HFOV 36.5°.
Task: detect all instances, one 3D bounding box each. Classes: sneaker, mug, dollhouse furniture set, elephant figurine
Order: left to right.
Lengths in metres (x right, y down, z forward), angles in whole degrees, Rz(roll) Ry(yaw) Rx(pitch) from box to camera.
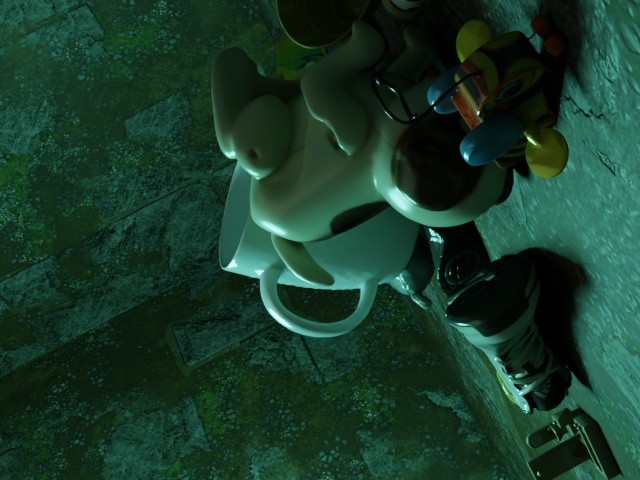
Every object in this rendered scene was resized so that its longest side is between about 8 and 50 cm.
[{"bbox_3d":[0.000,0.000,1.801,0.276,0.328,0.374,130,150,-59],"label":"mug"},{"bbox_3d":[0.095,-0.397,1.329,0.185,0.069,0.084,62,161,15],"label":"sneaker"},{"bbox_3d":[0.212,-0.012,2.049,0.169,0.239,0.186,17,140,44],"label":"elephant figurine"},{"bbox_3d":[0.256,-0.015,1.929,0.130,0.109,0.286,-107,1,-63],"label":"sneaker"},{"bbox_3d":[0.342,0.165,1.601,0.257,0.169,0.447,54,-175,3],"label":"sneaker"},{"bbox_3d":[0.453,0.397,1.797,0.144,0.123,0.151,63,178,-12],"label":"dollhouse furniture set"}]

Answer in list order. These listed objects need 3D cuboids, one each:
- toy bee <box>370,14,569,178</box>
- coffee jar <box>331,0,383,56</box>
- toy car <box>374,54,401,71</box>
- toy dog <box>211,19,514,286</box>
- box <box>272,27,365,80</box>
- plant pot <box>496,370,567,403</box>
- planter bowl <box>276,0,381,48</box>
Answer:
[{"bbox_3d":[0.200,-0.153,1.025,0.195,0.162,0.298,54,-157,2],"label":"toy bee"},{"bbox_3d":[0.044,-0.411,1.841,0.184,0.096,0.079,63,177,13],"label":"coffee jar"},{"bbox_3d":[0.130,-0.169,1.721,0.238,0.210,0.219,31,-141,-69],"label":"toy car"},{"bbox_3d":[0.070,-0.127,1.403,0.284,0.408,0.395,11,-96,-52],"label":"toy dog"},{"bbox_3d":[0.017,-0.265,2.055,0.279,0.177,0.290,66,-163,-67],"label":"box"},{"bbox_3d":[0.395,0.260,1.860,0.134,0.095,0.134,63,179,3],"label":"plant pot"},{"bbox_3d":[0.035,-0.406,1.561,0.090,0.217,0.217,7,-134,-48],"label":"planter bowl"}]
